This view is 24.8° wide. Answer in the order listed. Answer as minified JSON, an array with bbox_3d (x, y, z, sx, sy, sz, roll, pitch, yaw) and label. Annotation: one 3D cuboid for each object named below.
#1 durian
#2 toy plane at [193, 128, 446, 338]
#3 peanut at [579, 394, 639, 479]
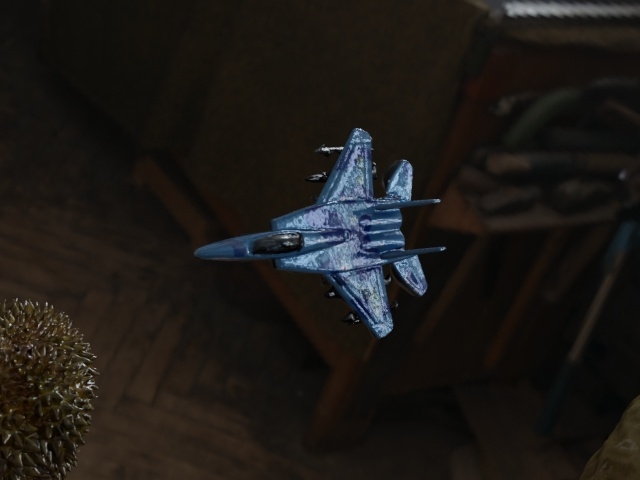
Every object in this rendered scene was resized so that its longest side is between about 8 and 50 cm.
[{"bbox_3d":[-0.232,0.119,1.090,0.137,0.168,0.158,-6,59,-13],"label":"durian"},{"bbox_3d":[-0.005,0.001,1.132,0.246,0.169,0.078,-8,1,-37],"label":"toy plane"},{"bbox_3d":[0.254,0.228,1.111,0.110,0.196,0.233,6,69,-5],"label":"peanut"}]
